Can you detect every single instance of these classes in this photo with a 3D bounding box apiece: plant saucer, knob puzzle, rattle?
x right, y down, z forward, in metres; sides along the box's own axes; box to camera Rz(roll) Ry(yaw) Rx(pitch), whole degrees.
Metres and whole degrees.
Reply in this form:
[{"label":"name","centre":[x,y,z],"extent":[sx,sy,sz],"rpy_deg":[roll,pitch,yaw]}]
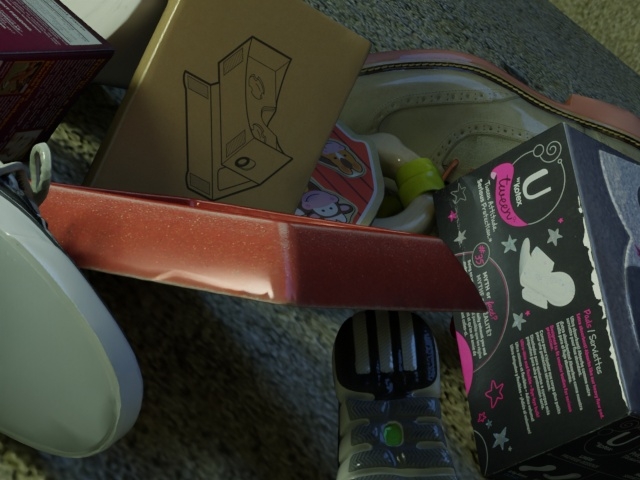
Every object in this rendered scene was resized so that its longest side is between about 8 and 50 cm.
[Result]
[{"label":"plant saucer","centre":[-0.059,0.002,1.206],"extent":[0.258,0.047,0.259],"rpy_deg":[9,3,30]},{"label":"knob puzzle","centre":[-0.032,-0.060,1.511],"extent":[0.213,0.030,0.213],"rpy_deg":[10,39,-8]},{"label":"rattle","centre":[0.000,0.000,1.580],"extent":[0.200,0.143,0.130],"rpy_deg":[-30,73,-32]}]

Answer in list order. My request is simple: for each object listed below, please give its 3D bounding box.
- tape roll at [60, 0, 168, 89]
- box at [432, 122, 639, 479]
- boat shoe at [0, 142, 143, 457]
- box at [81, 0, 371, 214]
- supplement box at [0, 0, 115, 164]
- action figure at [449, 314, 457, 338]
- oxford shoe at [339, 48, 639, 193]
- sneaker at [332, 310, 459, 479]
[{"label":"tape roll","centre":[-0.165,-0.240,1.475],"extent":[0.246,0.246,0.169],"rpy_deg":[47,20,22]},{"label":"box","centre":[0.207,0.062,1.506],"extent":[0.163,0.142,0.247],"rpy_deg":[21,52,-43]},{"label":"boat shoe","centre":[-0.197,-0.005,1.070],"extent":[0.306,0.113,0.105],"rpy_deg":[36,31,20]},{"label":"box","centre":[-0.065,-0.089,1.400],"extent":[0.164,0.201,0.021],"rpy_deg":[28,-5,-33]},{"label":"supplement box","centre":[-0.229,-0.108,1.263],"extent":[0.081,0.104,0.188],"rpy_deg":[43,18,11]},{"label":"action figure","centre":[0.229,0.099,1.714],"extent":[0.280,0.139,0.091],"rpy_deg":[-7,48,-35]},{"label":"oxford shoe","centre":[0.151,-0.070,1.783],"extent":[0.397,0.140,0.146],"rpy_deg":[8,47,-19]},{"label":"sneaker","centre":[0.045,0.166,1.187],"extent":[0.086,0.132,0.228],"rpy_deg":[2,56,3]}]
